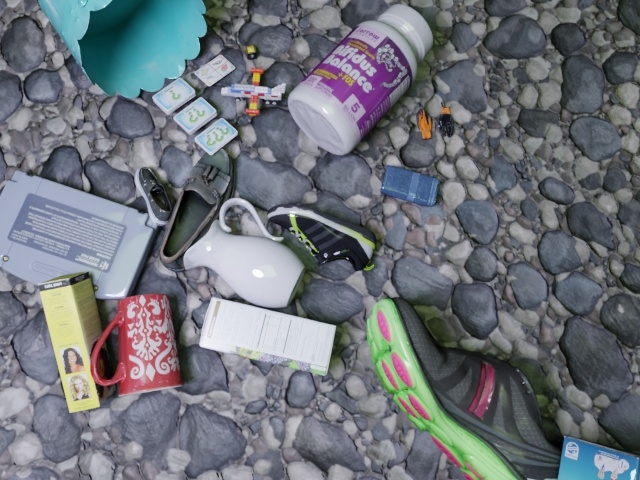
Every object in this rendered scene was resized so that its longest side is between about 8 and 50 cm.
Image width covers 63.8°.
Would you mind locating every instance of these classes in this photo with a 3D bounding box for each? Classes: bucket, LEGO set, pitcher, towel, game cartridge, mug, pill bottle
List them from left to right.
[{"bbox_3d":[-0.483,0.001,0.991,0.297,0.062,0.198,19,82,-1],"label":"game cartridge"},{"bbox_3d":[-0.376,-0.435,0.980,0.281,0.281,0.183,-38,79,-11],"label":"bucket"},{"bbox_3d":[-0.322,0.186,0.925,0.113,0.150,0.169,-14,75,19],"label":"mug"},{"bbox_3d":[-0.195,-0.313,1.059,0.182,0.060,0.244,44,71,12],"label":"LEGO set"},{"bbox_3d":[-0.127,0.023,0.984,0.207,0.125,0.177,25,73,6],"label":"pitcher"},{"bbox_3d":[0.089,-0.332,1.045,0.169,0.169,0.301,40,78,4],"label":"pill bottle"},{"bbox_3d":[0.188,-0.114,1.082,0.119,0.029,0.067,17,78,-2],"label":"towel"}]

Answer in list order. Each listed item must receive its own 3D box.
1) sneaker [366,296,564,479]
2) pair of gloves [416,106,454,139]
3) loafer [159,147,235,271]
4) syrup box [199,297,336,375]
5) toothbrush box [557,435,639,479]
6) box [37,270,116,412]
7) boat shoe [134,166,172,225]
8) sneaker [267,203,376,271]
[{"bbox_3d":[0.269,0.281,0.954,0.202,0.185,0.483,-43,94,-20],"label":"sneaker"},{"bbox_3d":[0.251,-0.257,1.125,0.083,0.010,0.074,-5,78,-9],"label":"pair of gloves"},{"bbox_3d":[-0.238,-0.066,1.007,0.096,0.084,0.267,21,78,-1],"label":"loafer"},{"bbox_3d":[-0.097,0.179,0.967,0.237,0.093,0.096,13,79,-2],"label":"syrup box"},{"bbox_3d":[0.505,0.514,0.889,0.216,0.126,0.295,23,75,-37],"label":"toothbrush box"},{"bbox_3d":[-0.429,0.177,0.915,0.058,0.087,0.232,-12,97,-2],"label":"box"},{"bbox_3d":[-0.323,-0.095,1.009,0.049,0.040,0.142,-1,54,-46],"label":"boat shoe"},{"bbox_3d":[0.000,0.000,1.015,0.235,0.084,0.097,18,79,-1],"label":"sneaker"}]
